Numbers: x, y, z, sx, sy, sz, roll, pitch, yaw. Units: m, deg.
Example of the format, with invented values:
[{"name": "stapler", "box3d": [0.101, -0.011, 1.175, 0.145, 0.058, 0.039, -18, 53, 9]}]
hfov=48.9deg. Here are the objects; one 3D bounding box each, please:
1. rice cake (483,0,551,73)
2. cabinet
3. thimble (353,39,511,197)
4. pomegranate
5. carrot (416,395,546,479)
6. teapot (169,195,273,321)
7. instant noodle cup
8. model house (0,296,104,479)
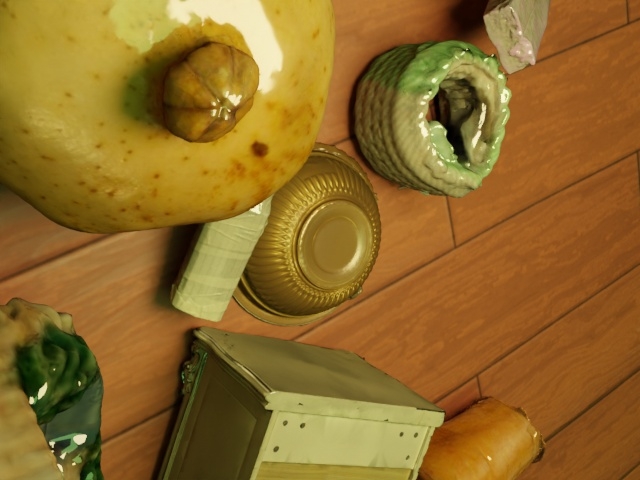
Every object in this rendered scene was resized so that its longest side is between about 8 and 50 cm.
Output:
[{"name": "rice cake", "box3d": [0.296, -0.356, 1.034, 0.106, 0.050, 0.298, 57, 39, -29]}, {"name": "cabinet", "box3d": [-0.051, 0.314, 0.938, 0.290, 0.227, 0.318, 15, 95, -36]}, {"name": "thimble", "box3d": [0.162, -0.172, 1.003, 0.219, 0.150, 0.219, -8, 105, -32]}, {"name": "pomegranate", "box3d": [-0.154, -0.176, 0.634, 0.410, 0.410, 0.410, -9, 106, -32]}, {"name": "carrot", "box3d": [0.237, 0.362, 1.170, 0.254, 0.196, 0.196, -29, 116, -33]}, {"name": "teapot", "box3d": [-0.117, -0.010, 0.879, 0.077, 0.107, 0.200, 22, 110, -13]}, {"name": "instant noodle cup", "box3d": [0.000, 0.000, 0.975, 0.274, 0.091, 0.274, -8, 105, -32]}, {"name": "model house", "box3d": [-0.303, 0.345, 0.587, 0.395, 0.400, 0.445, -5, 124, -39]}]
